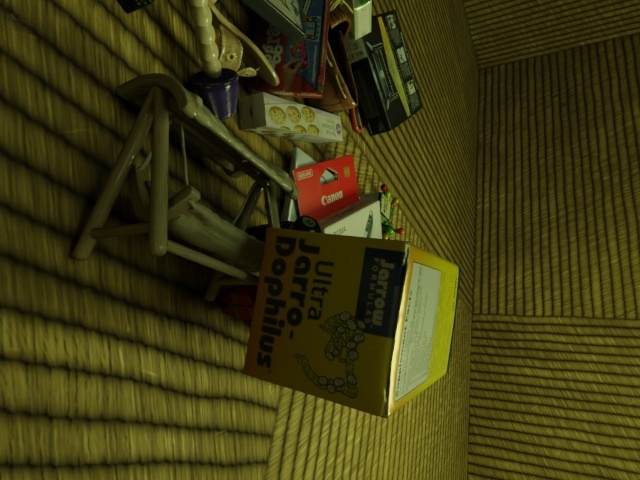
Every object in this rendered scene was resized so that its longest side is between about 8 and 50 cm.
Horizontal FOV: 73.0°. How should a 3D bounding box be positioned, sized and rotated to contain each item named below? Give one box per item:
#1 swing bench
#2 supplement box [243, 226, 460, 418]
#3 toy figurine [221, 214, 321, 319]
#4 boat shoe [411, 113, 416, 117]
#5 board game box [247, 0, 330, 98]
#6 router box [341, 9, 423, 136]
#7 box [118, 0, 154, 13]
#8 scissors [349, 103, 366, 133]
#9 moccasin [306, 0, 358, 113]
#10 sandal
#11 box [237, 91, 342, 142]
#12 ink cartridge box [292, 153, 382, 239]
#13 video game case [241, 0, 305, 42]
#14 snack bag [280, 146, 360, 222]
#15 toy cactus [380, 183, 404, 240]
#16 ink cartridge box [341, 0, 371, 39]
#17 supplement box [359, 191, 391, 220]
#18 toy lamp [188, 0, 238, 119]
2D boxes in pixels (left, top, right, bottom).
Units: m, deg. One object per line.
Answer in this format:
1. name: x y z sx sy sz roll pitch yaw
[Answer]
1. swing bench: -0.159 -0.063 0.613 0.253 0.165 0.255 33 58 -55
2. supplement box: 0.077 0.107 0.657 0.356 0.195 0.194 17 80 -62
3. toy figurine: -0.046 0.079 0.784 0.209 0.148 0.213 44 55 -40
4. boat shoe: 0.253 -0.545 1.459 0.113 0.104 0.307 -61 137 -44
5. board game box: -0.057 -0.417 0.858 0.027 0.144 0.282 79 15 -77
6. router box: 0.185 -0.500 1.288 0.243 0.080 0.309 -40 116 -43
7. box: -0.249 -0.368 0.595 0.062 0.052 0.083 56 40 -44
8. scissors: 0.098 -0.465 1.258 0.109 0.021 0.298 -34 118 -55
9. moccasin: 0.015 -0.488 0.984 0.139 0.146 0.381 -22 106 -60
10. sandal: -0.173 -0.334 0.732 0.079 0.088 0.240 -50 130 -9
11. box: -0.050 -0.254 0.929 0.324 0.063 0.067 -12 99 -61
12. ink cartridge box: 0.054 -0.059 1.018 0.296 0.066 0.262 -30 116 -56
13. video game case: -0.135 -0.516 0.743 0.274 0.035 0.249 15 61 -51
14. snack bag: 0.000 0.000 1.025 0.323 0.037 0.343 27 67 -57
15. toy cactus: 0.214 -0.051 1.364 0.180 0.112 0.219 39 45 -65
16. ink cartridge box: 0.060 -0.620 1.024 0.171 0.056 0.235 63 0 11
17. supplement box: 0.151 -0.095 1.253 0.083 0.083 0.056 34 59 -55
18. toy lamp: -0.172 -0.317 0.645 0.080 0.080 0.275 -60 157 -45
